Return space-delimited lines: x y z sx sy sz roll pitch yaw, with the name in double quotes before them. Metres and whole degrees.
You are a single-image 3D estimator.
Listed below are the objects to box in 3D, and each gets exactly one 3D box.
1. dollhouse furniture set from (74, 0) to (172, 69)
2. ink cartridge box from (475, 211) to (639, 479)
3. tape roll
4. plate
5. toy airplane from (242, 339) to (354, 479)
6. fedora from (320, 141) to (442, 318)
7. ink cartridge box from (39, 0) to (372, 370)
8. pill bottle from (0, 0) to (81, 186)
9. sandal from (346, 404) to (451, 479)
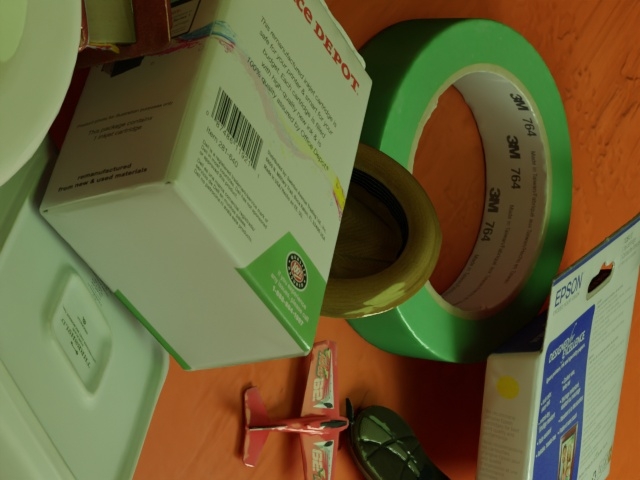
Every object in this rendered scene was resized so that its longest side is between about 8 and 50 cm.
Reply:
"dollhouse furniture set" -0.208 -0.287 1.043 0.201 0.152 0.374 -24 109 -78
"ink cartridge box" 0.234 0.138 1.633 0.303 0.072 0.307 -27 124 -59
"tape roll" 0.122 -0.047 1.561 0.321 0.077 0.321 -8 101 -50
"plate" -0.182 0.068 1.149 0.278 0.045 0.277 -78 148 -53
"toy airplane" -0.020 0.163 1.451 0.151 0.028 0.151 -1 91 -50
"fedora" 0.000 0.000 1.381 0.194 0.194 0.079 -54 168 -32
"ink cartridge box" -0.074 -0.076 1.237 0.201 0.117 0.278 53 38 -40
"pill bottle" -0.308 -0.116 0.822 0.204 0.361 0.204 -7 99 -49
"sandal" 0.080 0.249 1.563 0.219 0.060 0.090 54 47 -20
